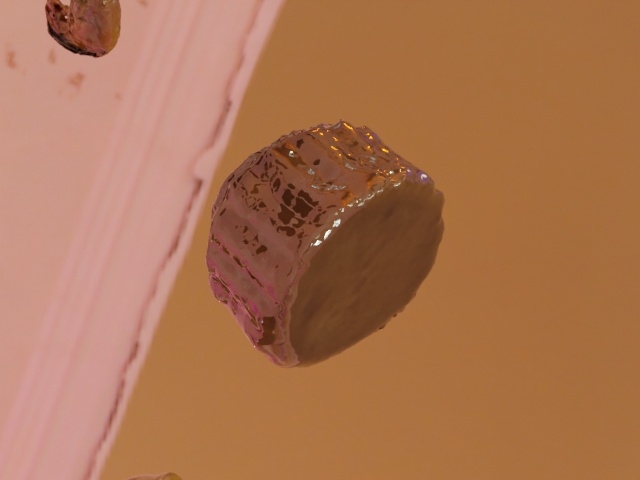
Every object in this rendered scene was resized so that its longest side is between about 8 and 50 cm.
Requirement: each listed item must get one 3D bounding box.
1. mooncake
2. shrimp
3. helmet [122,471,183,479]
[{"bbox_3d":[0.000,0.001,1.628,0.187,0.324,0.324,42,-71,28],"label":"mooncake"},{"bbox_3d":[-0.353,-0.363,1.811,0.262,0.117,0.066,96,-4,-50],"label":"shrimp"},{"bbox_3d":[-0.209,0.375,1.613,0.140,0.205,0.257,-59,-179,-19],"label":"helmet"}]
